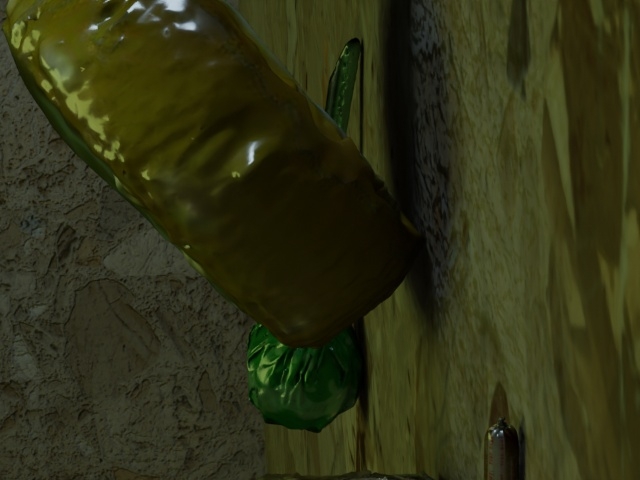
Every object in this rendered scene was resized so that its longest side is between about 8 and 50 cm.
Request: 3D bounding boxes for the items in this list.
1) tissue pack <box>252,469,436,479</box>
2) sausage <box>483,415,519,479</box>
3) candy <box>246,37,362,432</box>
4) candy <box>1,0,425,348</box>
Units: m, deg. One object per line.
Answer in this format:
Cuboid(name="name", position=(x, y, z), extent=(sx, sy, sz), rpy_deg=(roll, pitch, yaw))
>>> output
Cuboid(name="tissue pack", position=(0.016, 0.234, 0.782), extent=(0.159, 0.125, 0.234), rpy_deg=(150, 117, -84))
Cuboid(name="sausage", position=(0.074, 0.116, 0.657), extent=(0.015, 0.015, 0.100), rpy_deg=(-105, 12, -65))
Cuboid(name="candy", position=(-0.001, 0.001, 1.139), extent=(0.097, 0.097, 0.323), rpy_deg=(-102, 16, -56))
Cuboid(name="candy", position=(-0.054, -0.058, 0.854), extent=(0.260, 0.118, 0.260), rpy_deg=(48, -177, -4))
